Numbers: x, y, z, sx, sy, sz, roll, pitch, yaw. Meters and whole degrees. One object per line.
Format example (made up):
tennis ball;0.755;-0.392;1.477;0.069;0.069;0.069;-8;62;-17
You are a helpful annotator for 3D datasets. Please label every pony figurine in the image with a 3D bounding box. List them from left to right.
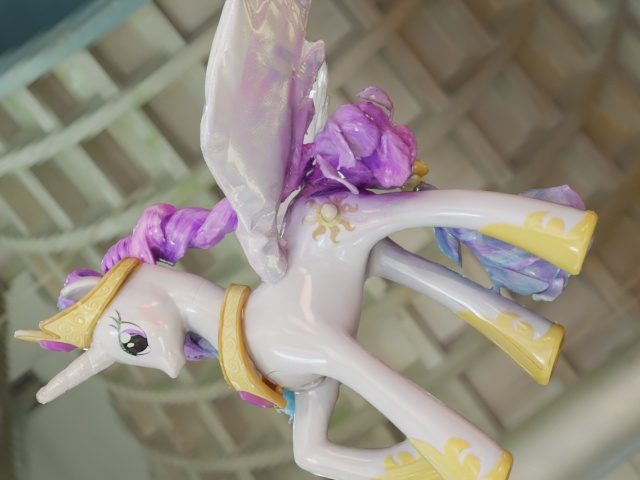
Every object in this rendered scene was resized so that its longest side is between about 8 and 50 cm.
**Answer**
pony figurine;0.000;0.000;1.236;0.363;0.351;0.303;18;166;12
